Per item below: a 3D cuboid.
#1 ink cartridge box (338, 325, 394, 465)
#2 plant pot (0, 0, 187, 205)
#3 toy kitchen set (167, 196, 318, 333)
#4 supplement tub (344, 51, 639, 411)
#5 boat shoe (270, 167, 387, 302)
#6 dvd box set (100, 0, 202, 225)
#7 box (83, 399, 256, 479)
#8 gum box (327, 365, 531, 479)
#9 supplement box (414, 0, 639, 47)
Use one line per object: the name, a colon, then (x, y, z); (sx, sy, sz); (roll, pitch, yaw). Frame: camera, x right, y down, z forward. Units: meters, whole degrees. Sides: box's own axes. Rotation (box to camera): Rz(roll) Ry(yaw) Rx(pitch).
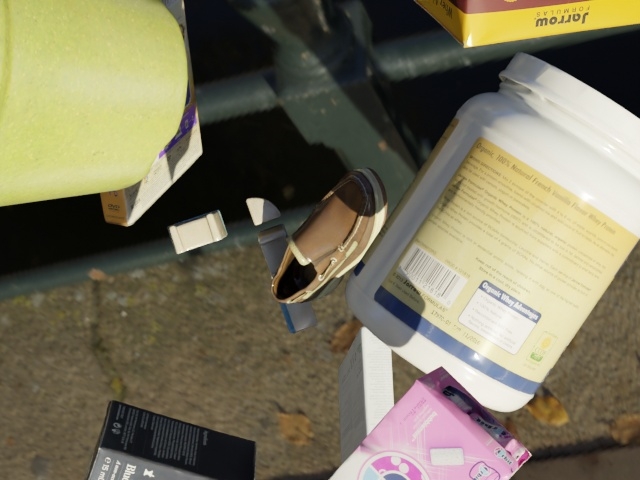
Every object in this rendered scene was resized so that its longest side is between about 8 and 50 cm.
ink cartridge box: (0.060, 0.252, 1.636); (0.045, 0.223, 0.223); (3, 69, -7)
plant pot: (-0.249, -0.130, 0.909); (0.276, 0.254, 0.276); (1, 92, 39)
toy kitchen set: (-0.116, 0.049, 1.805); (0.166, 0.122, 0.207); (-19, 93, -1)
supplement tub: (0.195, -0.010, 1.247); (0.228, 0.228, 0.316); (37, 98, 28)
boat shoe: (0.004, 0.006, 1.631); (0.095, 0.257, 0.095); (-16, 58, -35)
dvd box set: (-0.328, -0.281, 2.213); (0.062, 0.420, 0.307); (8, 34, 20)
box: (-0.162, 0.265, 1.216); (0.158, 0.093, 0.156); (17, 111, -9)
gum box: (0.079, 0.205, 1.024); (0.107, 0.062, 0.188); (44, 112, 14)
supplement box: (0.116, -0.253, 0.765); (0.129, 0.194, 0.191); (-10, 33, -15)
